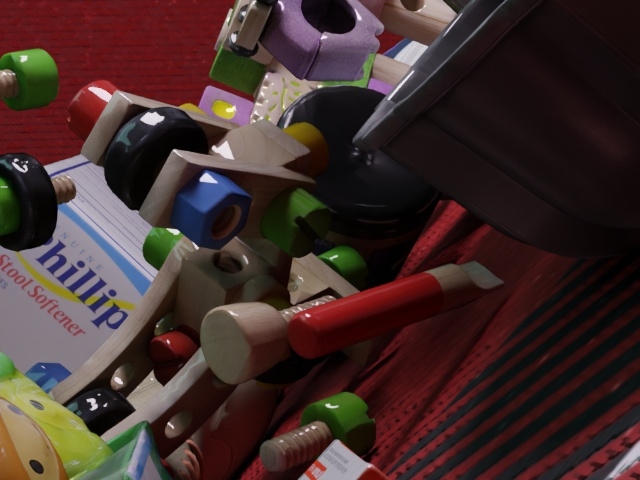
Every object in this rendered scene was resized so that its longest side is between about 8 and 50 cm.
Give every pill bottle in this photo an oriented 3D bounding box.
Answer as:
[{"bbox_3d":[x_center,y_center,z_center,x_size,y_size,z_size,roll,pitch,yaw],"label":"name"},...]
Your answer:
[{"bbox_3d":[0.000,0.000,1.227,0.123,0.123,0.219,-50,-9,-37],"label":"pill bottle"}]

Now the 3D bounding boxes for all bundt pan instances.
[{"bbox_3d":[0.169,-0.120,0.730,0.331,0.124,0.331,-47,4,5],"label":"bundt pan"}]

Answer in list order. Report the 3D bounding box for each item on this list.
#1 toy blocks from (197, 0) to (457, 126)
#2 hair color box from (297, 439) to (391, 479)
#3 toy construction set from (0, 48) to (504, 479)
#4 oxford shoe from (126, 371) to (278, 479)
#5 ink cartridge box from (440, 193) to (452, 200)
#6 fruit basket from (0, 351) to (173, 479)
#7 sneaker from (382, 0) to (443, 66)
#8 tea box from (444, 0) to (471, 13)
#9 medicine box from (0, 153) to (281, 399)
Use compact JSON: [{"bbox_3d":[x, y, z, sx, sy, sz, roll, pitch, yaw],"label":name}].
[{"bbox_3d":[0.046,-0.131,1.399,0.309,0.260,0.288,119,170,-49],"label":"toy blocks"},{"bbox_3d":[-0.027,0.152,0.612,0.167,0.053,0.093,-48,5,-6],"label":"hair color box"},{"bbox_3d":[-0.022,0.018,0.993,0.237,0.257,0.309,-16,19,-41],"label":"toy construction set"},{"bbox_3d":[-0.119,0.178,1.104,0.146,0.140,0.397,-1,25,33],"label":"oxford shoe"},{"bbox_3d":[0.191,-0.141,1.217,0.275,0.060,0.239,-48,23,-21],"label":"ink cartridge box"},{"bbox_3d":[-0.174,0.077,0.798,0.165,0.353,0.327,-26,2,-2],"label":"fruit basket"},{"bbox_3d":[0.178,-0.213,1.750,0.323,0.130,0.236,-43,13,-9],"label":"sneaker"},{"bbox_3d":[0.148,-0.295,0.999,0.329,0.323,0.220,-47,17,9],"label":"tea box"},{"bbox_3d":[-0.171,0.070,1.471,0.149,0.263,0.289,-47,3,5],"label":"medicine box"}]
